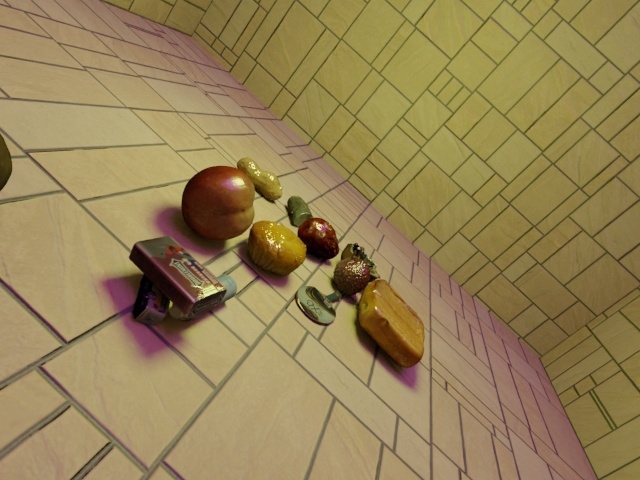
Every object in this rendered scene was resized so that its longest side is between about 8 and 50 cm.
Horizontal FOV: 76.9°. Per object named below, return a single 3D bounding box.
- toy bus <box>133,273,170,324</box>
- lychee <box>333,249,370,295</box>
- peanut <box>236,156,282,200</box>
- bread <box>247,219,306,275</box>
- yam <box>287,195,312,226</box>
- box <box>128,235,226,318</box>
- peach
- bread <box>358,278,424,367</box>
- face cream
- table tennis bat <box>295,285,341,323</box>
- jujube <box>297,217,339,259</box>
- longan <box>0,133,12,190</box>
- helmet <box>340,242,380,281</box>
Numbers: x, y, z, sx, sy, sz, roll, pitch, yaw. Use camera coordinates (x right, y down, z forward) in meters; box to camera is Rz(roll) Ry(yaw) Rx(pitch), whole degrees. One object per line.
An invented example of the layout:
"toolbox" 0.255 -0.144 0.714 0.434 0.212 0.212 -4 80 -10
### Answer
"toy bus" -0.406 0.128 0.989 0.072 0.057 0.172 38 21 -32
"lychee" 0.136 0.142 1.751 0.164 0.198 0.165 -3 17 1
"peanut" -0.290 -0.297 1.943 0.263 0.117 0.101 36 0 -9
"bread" -0.168 0.026 1.489 0.239 0.139 0.240 36 22 -17
"yam" -0.103 -0.144 1.994 0.107 0.107 0.183 26 25 -36
"box" -0.347 0.082 0.984 0.224 0.069 0.120 39 25 15
"peach" -0.337 -0.122 1.332 0.252 0.252 0.253 36 22 -17
"bread" 0.281 0.347 1.664 0.337 0.148 0.328 46 24 -6
"face cream" -0.312 0.155 1.077 0.075 0.075 0.229 45 21 6
"table tennis bat" 0.007 0.239 1.557 0.173 0.022 0.301 50 24 17
"jujube" 0.000 0.000 1.822 0.236 0.168 0.168 48 14 -38
"longan" -0.737 -0.171 0.723 0.300 0.243 0.300 42 1 -1
"helmet" 0.175 0.122 1.926 0.198 0.130 0.225 10 44 -59
